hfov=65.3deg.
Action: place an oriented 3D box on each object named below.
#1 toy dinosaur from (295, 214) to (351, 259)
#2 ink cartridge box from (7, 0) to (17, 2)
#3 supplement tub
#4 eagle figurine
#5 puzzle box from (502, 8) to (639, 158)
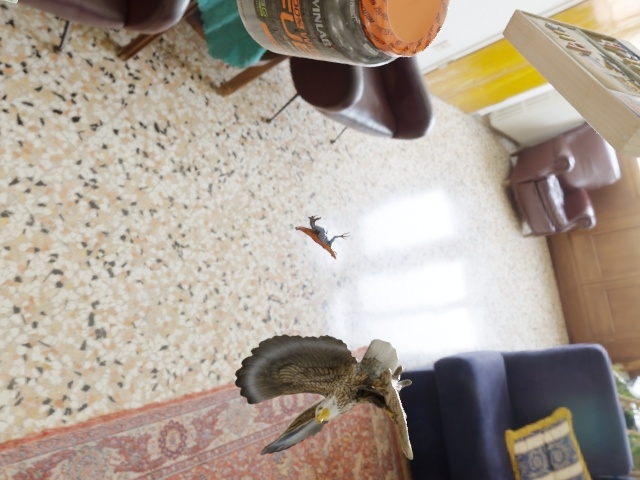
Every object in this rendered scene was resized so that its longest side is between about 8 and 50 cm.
[{"bbox_3d":[0.000,0.000,0.803,0.090,0.047,0.082,-25,107,-26],"label":"toy dinosaur"},{"bbox_3d":[-0.258,-0.297,0.356,0.209,0.109,0.062,-68,163,14],"label":"ink cartridge box"},{"bbox_3d":[0.028,-0.403,0.823,0.207,0.338,0.207,-20,122,-35],"label":"supplement tub"},{"bbox_3d":[0.011,0.299,0.968,0.225,0.298,0.226,40,47,-54],"label":"eagle figurine"},{"bbox_3d":[0.499,-0.255,0.824,0.272,0.052,0.408,6,42,-16],"label":"puzzle box"}]
